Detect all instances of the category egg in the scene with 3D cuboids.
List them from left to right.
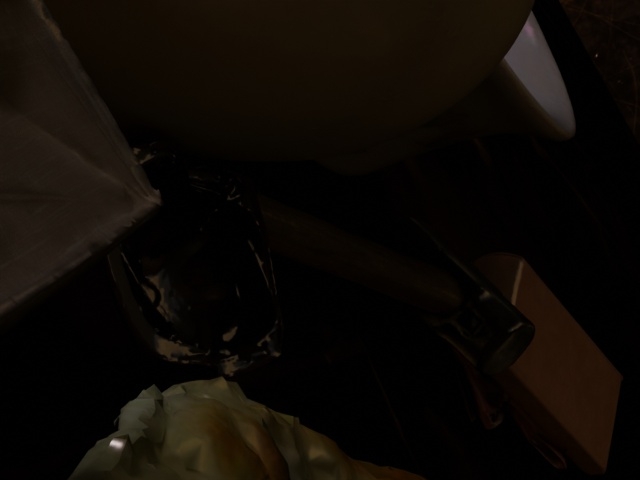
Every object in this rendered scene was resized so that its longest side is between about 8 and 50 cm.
[{"bbox_3d":[-0.040,-0.142,0.674,0.219,0.269,0.219,8,90,-84],"label":"egg"}]

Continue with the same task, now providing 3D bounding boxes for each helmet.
[{"bbox_3d":[-0.070,0.016,0.643,0.123,0.070,0.098,11,63,-54],"label":"helmet"}]

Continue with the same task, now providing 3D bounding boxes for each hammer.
[{"bbox_3d":[0.000,0.000,0.877,0.111,0.043,0.365,47,13,31],"label":"hammer"}]

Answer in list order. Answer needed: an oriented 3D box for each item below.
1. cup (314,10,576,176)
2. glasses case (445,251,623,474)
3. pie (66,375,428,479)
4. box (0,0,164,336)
[{"bbox_3d":[-0.003,-0.173,0.946,0.347,0.163,0.347,53,17,-24],"label":"cup"},{"bbox_3d":[0.136,0.100,1.102,0.193,0.070,0.102,44,52,-46],"label":"glasses case"},{"bbox_3d":[0.043,0.223,0.478,0.418,0.180,0.395,31,35,-45],"label":"pie"},{"bbox_3d":[-0.161,-0.011,0.315,0.155,0.149,0.231,60,18,-5],"label":"box"}]
